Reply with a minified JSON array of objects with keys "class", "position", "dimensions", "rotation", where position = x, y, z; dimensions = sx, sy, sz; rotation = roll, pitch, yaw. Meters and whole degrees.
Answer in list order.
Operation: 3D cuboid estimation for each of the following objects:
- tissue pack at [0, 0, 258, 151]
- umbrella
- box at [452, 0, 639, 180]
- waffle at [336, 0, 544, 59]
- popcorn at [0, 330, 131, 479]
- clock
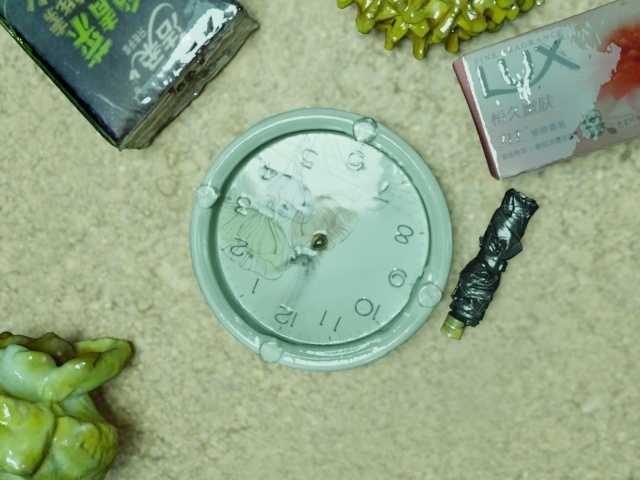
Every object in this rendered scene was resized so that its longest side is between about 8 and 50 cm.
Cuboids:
[{"class":"tissue pack","position":[-0.196,-0.222,0.524],"dimensions":[0.173,0.073,0.235],"rotation":[-44,90,14]},{"class":"umbrella","position":[0.147,0.024,0.517],"dimensions":[0.037,0.040,0.144],"rotation":[23,103,-3]},{"class":"box","position":[0.198,-0.121,0.475],"dimensions":[0.156,0.060,0.112],"rotation":[-18,94,12]},{"class":"waffle","position":[0.094,-0.253,0.467],"dimensions":[0.197,0.070,0.193],"rotation":[-24,93,13]},{"class":"popcorn","position":[-0.281,0.171,0.562],"dimensions":[0.197,0.198,0.213],"rotation":[31,77,5]},{"class":"clock","position":[0.000,0.000,0.532],"dimensions":[0.236,0.053,0.237],"rotation":[1,100,8]}]
